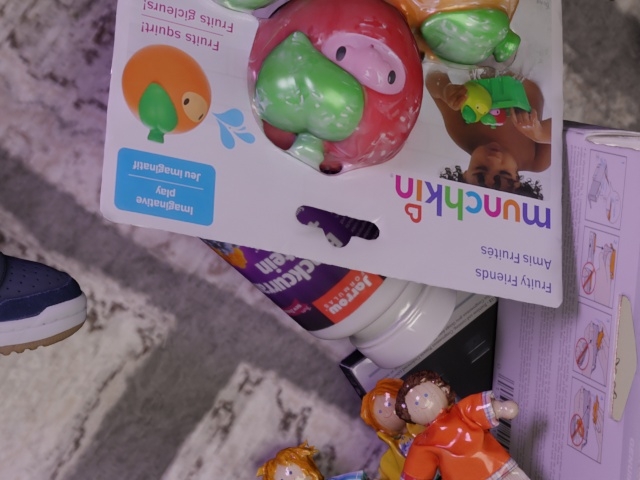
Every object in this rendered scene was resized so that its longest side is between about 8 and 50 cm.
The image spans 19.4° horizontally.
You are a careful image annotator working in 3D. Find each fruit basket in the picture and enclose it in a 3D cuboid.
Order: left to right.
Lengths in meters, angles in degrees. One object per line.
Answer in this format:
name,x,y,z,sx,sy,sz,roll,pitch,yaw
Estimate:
fruit basket,0.028,-0.154,1.185,0.327,0.165,0.353,12,65,-26

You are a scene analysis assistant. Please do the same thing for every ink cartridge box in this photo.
ink cartridge box,0.189,0.063,1.261,0.060,0.239,0.275,1,98,-19

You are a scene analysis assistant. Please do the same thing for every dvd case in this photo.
dvd case,0.147,0.132,1.401,0.179,0.029,0.238,-38,108,-12

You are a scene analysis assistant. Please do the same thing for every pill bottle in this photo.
pill bottle,0.000,0.000,1.281,0.193,0.108,0.108,41,83,-21

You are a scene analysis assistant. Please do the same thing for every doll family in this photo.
doll family,0.040,0.193,1.303,0.263,0.118,0.163,-41,76,8

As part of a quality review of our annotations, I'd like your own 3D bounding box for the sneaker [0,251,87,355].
sneaker,-0.271,-0.016,1.111,0.282,0.099,0.153,3,99,-21
